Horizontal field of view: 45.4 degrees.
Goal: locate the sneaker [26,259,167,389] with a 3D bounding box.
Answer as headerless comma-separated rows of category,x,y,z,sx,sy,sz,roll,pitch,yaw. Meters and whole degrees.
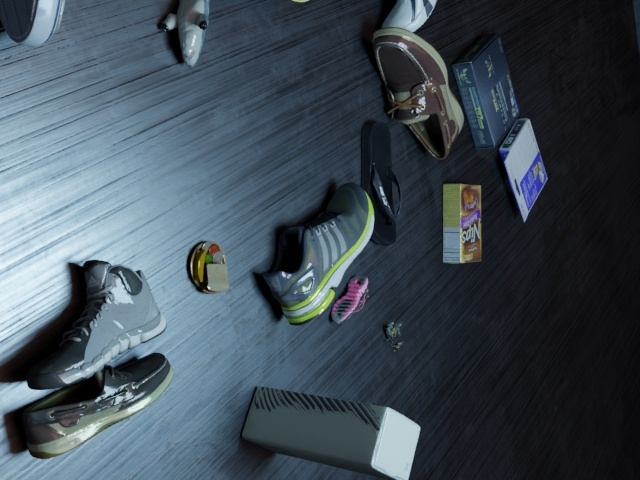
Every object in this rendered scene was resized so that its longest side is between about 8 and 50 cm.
sneaker,-0.305,0.097,1.002,0.228,0.086,0.132,-31,110,-58

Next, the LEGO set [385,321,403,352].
LEGO set,0.152,0.200,1.619,0.054,0.023,0.083,-33,129,-44

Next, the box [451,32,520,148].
box,0.418,-0.373,1.912,0.183,0.059,0.233,-46,124,-39

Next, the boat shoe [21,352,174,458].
boat shoe,-0.289,0.201,1.013,0.223,0.080,0.073,-31,119,-42

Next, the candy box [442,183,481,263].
candy box,0.338,-0.040,1.822,0.109,0.053,0.187,-3,94,-52

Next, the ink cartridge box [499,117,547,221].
ink cartridge box,0.545,-0.190,2.085,0.208,0.045,0.206,-53,129,-38

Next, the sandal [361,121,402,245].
sandal,0.126,-0.113,1.551,0.097,0.054,0.255,-15,102,-50

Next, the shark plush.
shark plush,-0.194,-0.346,1.175,0.067,0.073,0.161,65,20,-56

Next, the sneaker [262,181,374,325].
sneaker,0.000,0.000,1.358,0.121,0.111,0.300,52,50,-33

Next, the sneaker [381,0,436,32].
sneaker,0.180,-0.532,1.541,0.235,0.094,0.153,-42,124,11

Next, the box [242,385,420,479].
box,0.013,0.309,1.235,0.113,0.275,0.094,39,60,-44

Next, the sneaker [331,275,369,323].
sneaker,0.063,0.125,1.490,0.119,0.047,0.057,-52,140,-36

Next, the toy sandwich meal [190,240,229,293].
toy sandwich meal,-0.170,0.043,1.201,0.085,0.029,0.086,-1,91,-52

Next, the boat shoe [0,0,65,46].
boat shoe,-0.333,-0.384,0.934,0.094,0.109,0.302,2,86,-53

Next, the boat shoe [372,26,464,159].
boat shoe,0.201,-0.295,1.598,0.342,0.123,0.123,49,52,-47
